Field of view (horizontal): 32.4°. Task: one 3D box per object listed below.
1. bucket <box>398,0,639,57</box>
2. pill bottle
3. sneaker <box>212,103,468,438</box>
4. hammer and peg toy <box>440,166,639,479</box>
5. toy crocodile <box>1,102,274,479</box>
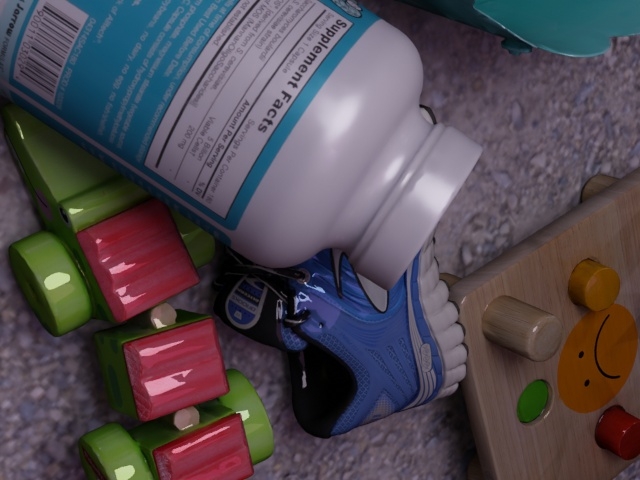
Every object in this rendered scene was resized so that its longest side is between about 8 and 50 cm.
[{"bbox_3d":[0.122,-0.262,0.691,0.281,0.183,0.281,-11,112,-30],"label":"bucket"},{"bbox_3d":[-0.048,-0.083,0.586,0.264,0.146,0.146,34,84,2],"label":"pill bottle"},{"bbox_3d":[0.000,0.000,0.729,0.147,0.130,0.330,-29,119,-25],"label":"sneaker"},{"bbox_3d":[0.239,0.135,0.932,0.266,0.127,0.361,-31,120,-24],"label":"hammer and peg toy"},{"bbox_3d":[-0.100,0.066,0.672,0.115,0.105,0.340,-22,99,-27],"label":"toy crocodile"}]
